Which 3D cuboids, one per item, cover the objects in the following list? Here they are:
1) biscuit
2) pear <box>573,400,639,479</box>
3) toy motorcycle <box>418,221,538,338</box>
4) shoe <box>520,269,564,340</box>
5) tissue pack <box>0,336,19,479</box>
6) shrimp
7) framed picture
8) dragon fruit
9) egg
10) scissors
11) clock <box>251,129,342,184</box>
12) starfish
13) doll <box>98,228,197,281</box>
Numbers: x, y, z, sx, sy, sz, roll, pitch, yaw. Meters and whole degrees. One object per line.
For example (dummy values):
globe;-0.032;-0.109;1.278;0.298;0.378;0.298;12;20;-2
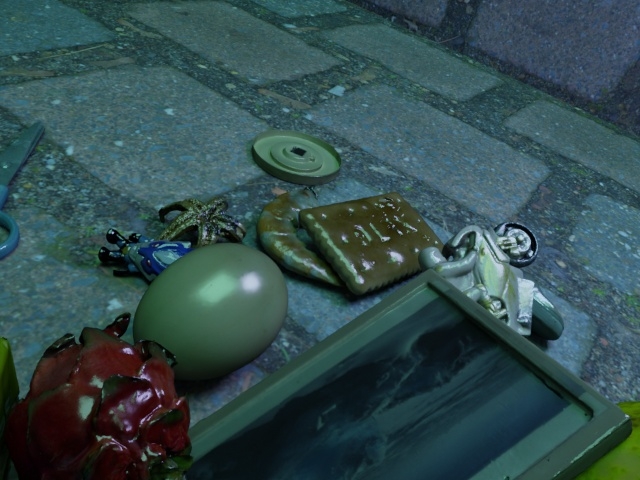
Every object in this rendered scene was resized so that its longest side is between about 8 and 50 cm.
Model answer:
biscuit;0.123;-0.010;1.121;0.324;0.044;0.217;-14;57;-43
pear;0.347;0.344;0.540;0.390;0.391;0.391;12;37;-9
toy motorcycle;0.278;0.093;0.983;0.222;0.108;0.341;18;63;1
shoe;0.392;0.094;1.094;0.100;0.103;0.251;-40;68;-21
tissue pack;-0.423;0.243;0.507;0.200;0.167;0.275;2;41;-17
shrimp;-0.032;-0.005;1.076;0.185;0.068;0.287;-10;45;-34
framed picture;0.039;0.222;0.593;0.446;0.028;0.326;-32;33;-10
dragon fruit;-0.252;0.202;0.615;0.193;0.193;0.274;-31;42;-33
egg;-0.156;0.102;0.787;0.241;0.186;0.186;-25;54;-36
scissors;-0.604;-0.115;1.005;0.192;0.029;0.447;11;38;-11
clock;-0.059;-0.218;1.370;0.234;0.029;0.235;12;37;-9
starfish;-0.241;-0.030;1.021;0.189;0.074;0.146;-22;58;-39
doll;-0.278;0.034;0.926;0.195;0.070;0.096;16;67;1
